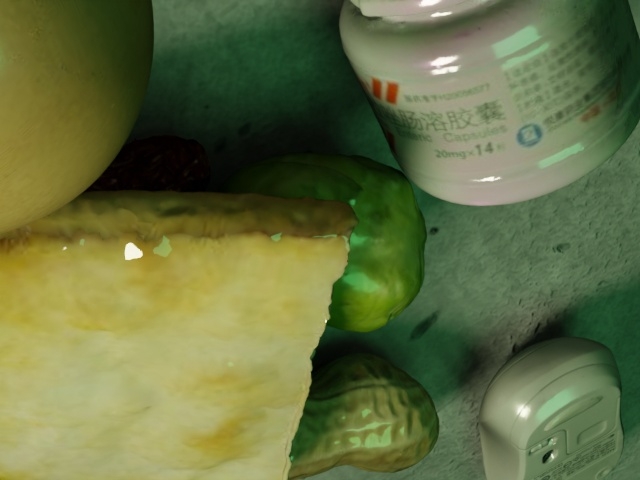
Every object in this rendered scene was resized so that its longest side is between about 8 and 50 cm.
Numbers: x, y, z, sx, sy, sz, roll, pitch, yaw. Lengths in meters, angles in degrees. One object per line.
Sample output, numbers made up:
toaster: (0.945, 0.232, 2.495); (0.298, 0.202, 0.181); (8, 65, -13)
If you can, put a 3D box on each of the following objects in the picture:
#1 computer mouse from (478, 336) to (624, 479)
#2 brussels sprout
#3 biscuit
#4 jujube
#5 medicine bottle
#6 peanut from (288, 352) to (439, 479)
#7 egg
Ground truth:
computer mouse: (0.267, 0.214, 1.708); (0.184, 0.121, 0.297); (-32, 147, -9)
brussels sprout: (0.000, 0.000, 1.342); (0.223, 0.223, 0.161); (33, 61, -42)
biscuit: (-0.200, 0.105, 1.271); (0.446, 0.104, 0.429); (0, 142, -2)
jujube: (-0.173, -0.041, 1.266); (0.166, 0.104, 0.104); (-32, 134, -11)
medicine bottle: (0.131, -0.208, 1.222); (0.241, 0.241, 0.302); (-32, 124, -7)
peanut: (-0.002, 0.186, 1.526); (0.298, 0.120, 0.136); (1, 98, -31)
egg: (-0.275, -0.171, 0.965); (0.301, 0.301, 0.374); (-33, 125, -5)
